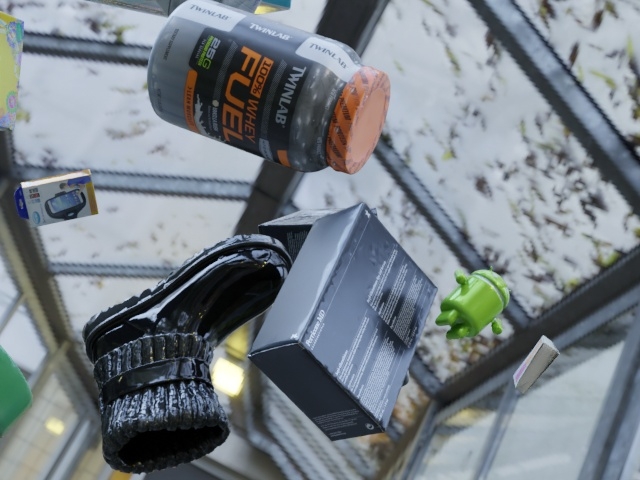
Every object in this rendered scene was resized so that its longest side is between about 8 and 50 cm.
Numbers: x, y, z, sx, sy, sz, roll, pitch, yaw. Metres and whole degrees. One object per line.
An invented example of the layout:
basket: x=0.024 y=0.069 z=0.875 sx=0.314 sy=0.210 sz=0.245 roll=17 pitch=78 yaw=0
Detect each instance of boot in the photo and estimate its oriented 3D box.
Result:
boot: x=-0.164 y=0.159 z=1.492 sx=0.131 sy=0.348 sz=0.260 roll=60 pitch=-1 yaw=-39

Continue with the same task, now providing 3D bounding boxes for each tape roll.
tape roll: x=-0.611 y=0.188 z=1.716 sx=0.321 sy=0.077 sz=0.321 roll=26 pitch=-35 yaw=20

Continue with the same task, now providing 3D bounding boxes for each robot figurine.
robot figurine: x=0.210 y=0.086 z=1.450 sx=0.101 sy=0.115 sz=0.067 roll=52 pitch=-23 yaw=-5

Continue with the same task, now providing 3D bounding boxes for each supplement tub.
supplement tub: x=-0.043 y=-0.130 z=0.920 sx=0.190 sy=0.117 sz=0.117 roll=21 pitch=-25 yaw=18

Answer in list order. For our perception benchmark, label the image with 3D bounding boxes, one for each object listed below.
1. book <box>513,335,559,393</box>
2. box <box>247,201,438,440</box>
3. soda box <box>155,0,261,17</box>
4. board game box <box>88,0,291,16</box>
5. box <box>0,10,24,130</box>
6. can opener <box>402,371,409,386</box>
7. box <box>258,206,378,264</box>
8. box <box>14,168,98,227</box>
book: x=0.380 y=0.220 z=1.898 sx=0.035 sy=0.096 sz=0.144 roll=37 pitch=7 yaw=7
box: x=0.037 y=0.107 z=1.428 sx=0.103 sy=0.261 sz=0.184 roll=-17 pitch=-57 yaw=39
soda box: x=-0.202 y=-0.396 z=1.432 sx=0.286 sy=0.091 sz=0.098 roll=52 pitch=-44 yaw=14
board game box: x=-0.248 y=-0.468 z=1.948 sx=0.254 sy=0.079 sz=0.336 roll=5 pitch=2 yaw=-36
box: x=-0.631 y=-0.268 z=1.528 sx=0.279 sy=0.177 sz=0.290 roll=5 pitch=0 yaw=15
can opener: x=0.068 y=0.172 z=2.020 sx=0.093 sy=0.074 sz=0.280 roll=-30 pitch=-68 yaw=20
box: x=0.000 y=0.000 z=1.875 sx=0.158 sy=0.156 sz=0.093 roll=-1 pitch=-79 yaw=32
box: x=-0.464 y=-0.072 z=1.865 sx=0.028 sy=0.136 sz=0.081 roll=-128 pitch=-152 yaw=-55
